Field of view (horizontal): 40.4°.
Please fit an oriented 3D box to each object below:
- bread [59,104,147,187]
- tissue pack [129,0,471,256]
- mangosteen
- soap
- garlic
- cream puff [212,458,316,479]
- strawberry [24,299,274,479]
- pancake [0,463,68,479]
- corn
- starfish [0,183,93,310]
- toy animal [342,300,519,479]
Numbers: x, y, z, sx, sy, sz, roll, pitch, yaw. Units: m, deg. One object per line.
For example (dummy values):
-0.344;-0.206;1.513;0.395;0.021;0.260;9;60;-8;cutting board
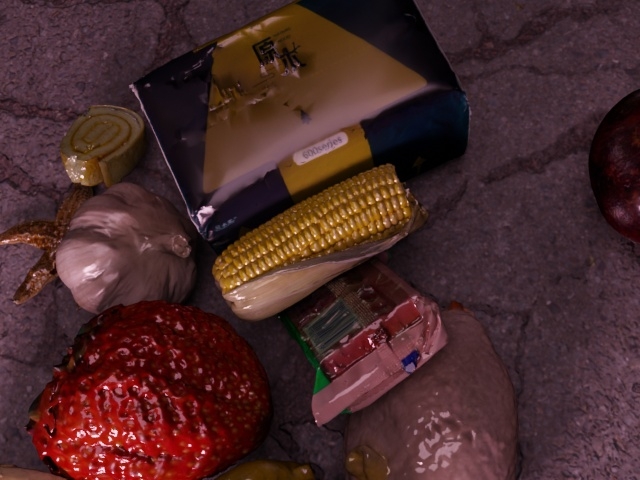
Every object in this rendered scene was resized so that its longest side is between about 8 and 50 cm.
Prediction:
-0.343;-0.146;1.372;0.117;0.064;0.156;18;51;14;bread
-0.025;-0.174;1.261;0.416;0.253;0.264;-26;70;0;tissue pack
0.480;-0.112;1.166;0.235;0.261;0.236;-2;74;7;mangosteen
0.043;0.109;1.149;0.217;0.273;0.098;-33;109;-5;soap
-0.243;0.012;1.231;0.212;0.218;0.219;-17;63;47;garlic
-0.043;0.407;1.042;0.257;0.324;0.291;-39;95;-21;cream puff
-0.206;0.213;1.117;0.288;0.238;0.250;15;110;9;strawberry
-0.377;0.442;1.113;0.355;0.065;0.356;8;110;23;pancake
0.002;0.004;1.165;0.305;0.123;0.122;-28;71;-3;corn
-0.403;0.000;1.352;0.235;0.062;0.277;-15;62;4;starfish
0.141;0.250;1.131;0.226;0.188;0.359;4;65;10;toy animal
